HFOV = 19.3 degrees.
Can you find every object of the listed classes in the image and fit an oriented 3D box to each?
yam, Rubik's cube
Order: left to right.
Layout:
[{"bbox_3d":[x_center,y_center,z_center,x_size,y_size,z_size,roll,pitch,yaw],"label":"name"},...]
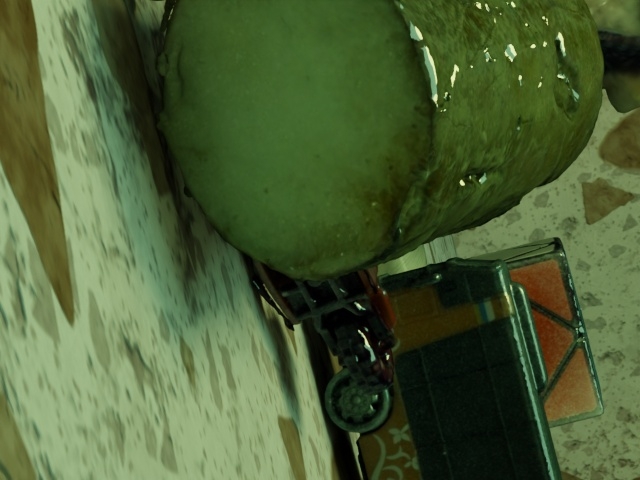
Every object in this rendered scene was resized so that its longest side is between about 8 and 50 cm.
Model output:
[{"bbox_3d":[0.040,-0.091,1.107,0.300,0.195,0.195,-19,95,-63],"label":"yam"},{"bbox_3d":[0.217,0.122,2.255,0.205,0.207,0.205,-41,115,-83],"label":"Rubik's cube"}]

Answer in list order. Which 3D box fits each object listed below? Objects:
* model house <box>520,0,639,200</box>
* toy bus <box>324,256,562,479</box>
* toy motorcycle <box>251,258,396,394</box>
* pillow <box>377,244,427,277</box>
[{"bbox_3d":[0.169,-0.197,1.741,0.284,0.298,0.243,45,-12,3],"label":"model house"},{"bbox_3d":[0.100,0.151,1.429,0.138,0.167,0.275,13,62,-82],"label":"toy bus"},{"bbox_3d":[0.000,0.000,1.251,0.118,0.084,0.212,-89,154,-59],"label":"toy motorcycle"},{"bbox_3d":[0.038,-0.046,1.717,0.144,0.078,0.254,-112,-179,-47],"label":"pillow"}]
